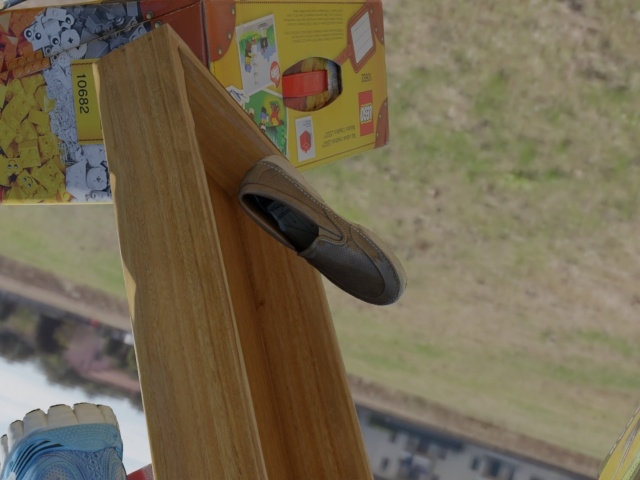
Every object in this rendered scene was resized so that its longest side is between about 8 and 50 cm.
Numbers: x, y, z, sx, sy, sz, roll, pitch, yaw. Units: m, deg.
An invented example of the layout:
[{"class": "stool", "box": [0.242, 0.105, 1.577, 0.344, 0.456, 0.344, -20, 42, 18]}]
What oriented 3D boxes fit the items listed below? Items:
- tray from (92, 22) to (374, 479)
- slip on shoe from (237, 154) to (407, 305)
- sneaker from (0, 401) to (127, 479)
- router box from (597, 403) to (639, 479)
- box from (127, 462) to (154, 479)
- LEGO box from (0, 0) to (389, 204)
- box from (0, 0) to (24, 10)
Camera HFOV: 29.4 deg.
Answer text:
[{"class": "tray", "box": [-0.054, 0.065, 0.843, 0.076, 0.411, 0.203, -24, 144, 14]}, {"class": "slip on shoe", "box": [0.000, 0.000, 0.824, 0.135, 0.041, 0.051, 46, 127, -8]}, {"class": "sneaker", "box": [-0.115, 0.146, 0.507, 0.063, 0.162, 0.073, -2, -142, -27]}, {"class": "router box", "box": [0.297, 0.067, 0.803, 0.081, 0.309, 0.243, 32, -176, 10]}, {"class": "box", "box": [-0.179, 0.424, 1.355, 0.300, 0.142, 0.154, 59, 165, 22]}, {"class": "LEGO box", "box": [-0.175, -0.169, 1.379, 0.372, 0.193, 0.500, 0, -170, 22]}, {"class": "box", "box": [-0.312, -0.264, 0.769, 0.295, 0.294, 0.073, -10, -179, 37]}]
